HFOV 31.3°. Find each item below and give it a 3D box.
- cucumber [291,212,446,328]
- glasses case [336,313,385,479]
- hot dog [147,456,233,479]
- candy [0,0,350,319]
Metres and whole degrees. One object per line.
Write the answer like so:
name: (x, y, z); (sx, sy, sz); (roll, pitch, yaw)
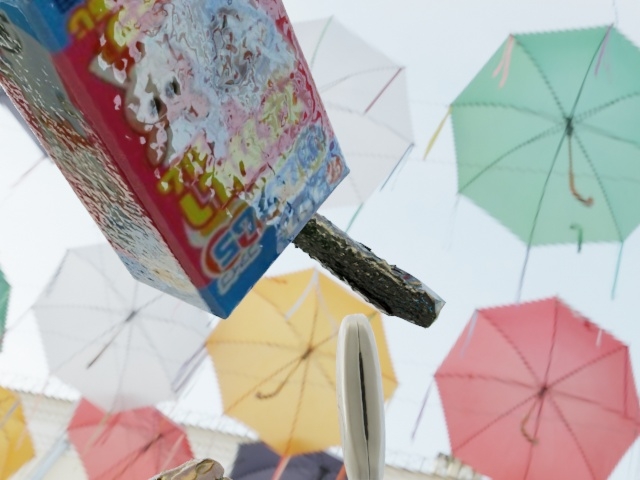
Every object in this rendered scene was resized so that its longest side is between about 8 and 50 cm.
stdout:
cucumber: (0.000, 0.000, 1.044); (0.257, 0.043, 0.044); (35, -74, 8)
glasses case: (0.043, 0.176, 1.234); (0.049, 0.197, 0.076); (-2, -20, -4)
hot dog: (-0.182, 0.322, 1.195); (0.072, 0.269, 0.115); (-35, -91, 46)
candy: (-0.096, -0.100, 0.723); (0.100, 0.157, 0.306); (24, -27, 32)
